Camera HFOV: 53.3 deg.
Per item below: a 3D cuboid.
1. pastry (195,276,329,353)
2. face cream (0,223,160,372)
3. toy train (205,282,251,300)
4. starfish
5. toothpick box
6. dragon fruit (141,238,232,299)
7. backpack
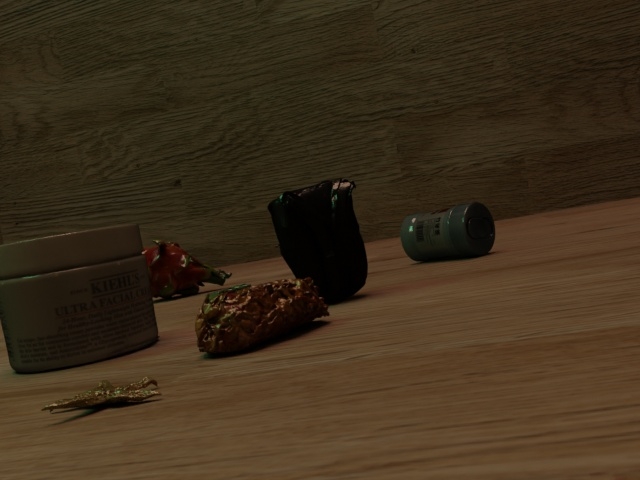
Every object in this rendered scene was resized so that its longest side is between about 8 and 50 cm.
[{"bbox_3d":[-0.058,0.071,0.667,0.087,0.063,0.169,-12,1,36],"label":"pastry"},{"bbox_3d":[-0.297,0.067,0.779,0.178,0.152,0.177,-11,3,1],"label":"face cream"},{"bbox_3d":[-0.148,0.093,1.056,0.053,0.033,0.083,-13,0,25],"label":"toy train"},{"bbox_3d":[-0.164,0.118,0.485,0.086,0.016,0.092,-11,-5,38],"label":"starfish"},{"bbox_3d":[0.243,-0.015,1.226,0.101,0.101,0.153,-11,2,-42],"label":"toothpick box"},{"bbox_3d":[-0.326,0.072,1.473,0.236,0.135,0.137,8,-3,4],"label":"dragon fruit"},{"bbox_3d":[-0.003,0.003,0.882,0.120,0.165,0.106,-15,11,-28],"label":"backpack"}]
